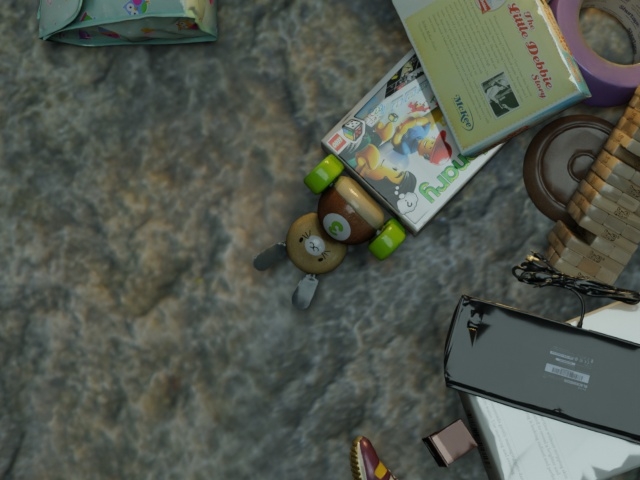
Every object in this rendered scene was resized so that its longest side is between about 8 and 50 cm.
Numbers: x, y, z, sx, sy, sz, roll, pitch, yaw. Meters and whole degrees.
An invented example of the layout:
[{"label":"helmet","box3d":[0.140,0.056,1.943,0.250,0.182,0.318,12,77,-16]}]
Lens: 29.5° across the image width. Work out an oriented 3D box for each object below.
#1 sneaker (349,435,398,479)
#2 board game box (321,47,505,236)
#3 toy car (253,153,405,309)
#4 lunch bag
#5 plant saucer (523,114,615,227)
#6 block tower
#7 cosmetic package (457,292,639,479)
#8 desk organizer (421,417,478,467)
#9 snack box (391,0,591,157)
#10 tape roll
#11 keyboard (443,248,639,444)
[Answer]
[{"label":"sneaker","box3d":[0.099,0.351,1.672,0.084,0.069,0.185,-17,87,-9]},{"label":"board game box","box3d":[0.174,-0.180,1.753,0.193,0.053,0.305,43,85,7]},{"label":"toy car","box3d":[0.000,0.000,1.699,0.188,0.149,0.155,-44,92,7]},{"label":"lunch bag","box3d":[-0.289,-0.399,1.762,0.262,0.160,0.223,-1,84,14]},{"label":"plant saucer","box3d":[0.376,-0.102,1.745,0.168,0.029,0.168,0,80,2]},{"label":"block tower","box3d":[0.428,-0.097,1.651,0.097,0.091,0.335,28,104,-10]},{"label":"cosmetic package","box3d":[0.390,0.198,1.635,0.385,0.156,0.217,-19,81,-1]},{"label":"desk organizer","box3d":[0.174,0.273,1.644,0.050,0.130,0.047,-32,81,-5]},{"label":"snack box","box3d":[0.218,-0.299,1.677,0.187,0.060,0.322,-27,80,25]},{"label":"tape roll","box3d":[0.405,-0.289,1.720,0.189,0.080,0.189,3,74,-12]},{"label":"keyboard","box3d":[0.325,0.132,1.556,0.317,0.033,0.202,16,85,7]}]
